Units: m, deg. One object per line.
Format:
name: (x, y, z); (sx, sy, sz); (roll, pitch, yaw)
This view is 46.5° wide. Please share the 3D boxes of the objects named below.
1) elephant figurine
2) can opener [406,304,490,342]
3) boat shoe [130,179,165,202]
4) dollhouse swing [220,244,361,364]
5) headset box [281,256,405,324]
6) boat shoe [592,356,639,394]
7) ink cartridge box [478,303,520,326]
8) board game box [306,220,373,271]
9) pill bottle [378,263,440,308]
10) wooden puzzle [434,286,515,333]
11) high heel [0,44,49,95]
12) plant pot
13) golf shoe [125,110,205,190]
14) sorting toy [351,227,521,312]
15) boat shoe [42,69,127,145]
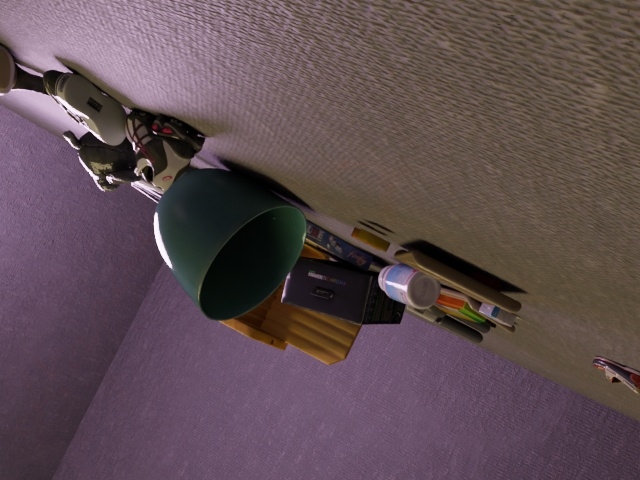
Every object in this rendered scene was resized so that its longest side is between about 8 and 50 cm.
elephant figurine: (-0.418, -0.190, 1.695); (0.239, 0.186, 0.170); (11, 125, 31)
can opener: (0.355, 0.214, 2.061); (0.280, 0.074, 0.093); (27, -165, -27)
boat shoe: (-0.320, -0.062, 2.018); (0.499, 0.156, 0.187); (29, -160, 2)
dollhouse swing: (-0.060, 0.170, 2.234); (0.304, 0.347, 0.315); (24, 174, 35)
headset box: (0.068, 0.134, 1.994); (0.246, 0.131, 0.283); (14, -179, 28)
boat shoe: (0.646, 0.292, 1.621); (0.049, 0.043, 0.137); (27, 177, -33)
ink cartridge box: (0.403, 0.168, 1.670); (0.083, 0.028, 0.048); (28, 175, -22)
board game box: (0.000, 0.000, 1.941); (0.243, 0.042, 0.165); (29, 175, -27)
pill bottle: (0.197, 0.099, 1.691); (0.087, 0.087, 0.160); (29, 175, -24)
wooden puzzle: (0.337, 0.161, 1.850); (0.221, 0.044, 0.238); (30, 174, -41)
high heel: (-0.690, -0.354, 1.509); (0.186, 0.093, 0.261); (17, -179, 24)
plant pot: (-0.212, -0.017, 1.584); (0.235, 0.293, 0.293); (40, -178, 27)
golf shoe: (-0.319, -0.170, 1.397); (0.105, 0.120, 0.272); (27, 177, -31)
sorting toy: (0.207, 0.043, 1.377); (0.307, 0.041, 0.229); (27, 179, -2)
boat shoe: (-0.441, -0.256, 1.415); (0.070, 0.078, 0.219); (24, 166, 23)
